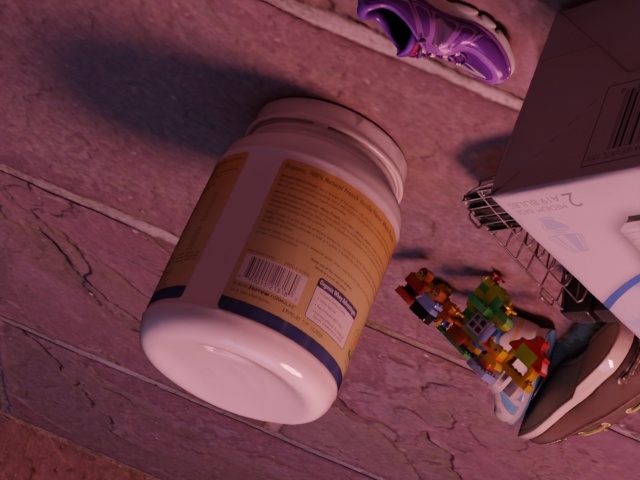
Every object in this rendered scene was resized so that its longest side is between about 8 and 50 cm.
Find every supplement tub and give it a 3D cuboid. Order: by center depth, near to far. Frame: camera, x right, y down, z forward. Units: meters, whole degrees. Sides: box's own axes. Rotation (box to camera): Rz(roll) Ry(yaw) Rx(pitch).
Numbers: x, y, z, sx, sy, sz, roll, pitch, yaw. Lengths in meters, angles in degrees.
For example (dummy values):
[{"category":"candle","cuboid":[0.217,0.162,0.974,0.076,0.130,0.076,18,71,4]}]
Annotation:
[{"category":"supplement tub","cuboid":[-0.042,0.021,1.493,0.228,0.316,0.228,19,154,10]}]

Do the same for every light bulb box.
[{"category":"light bulb box","cuboid":[0.406,-0.045,1.110,0.361,0.225,0.358,40,149,-28]}]

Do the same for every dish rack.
[{"category":"dish rack","cuboid":[0.294,-0.002,1.463,0.208,0.074,0.271,-9,138,46]}]

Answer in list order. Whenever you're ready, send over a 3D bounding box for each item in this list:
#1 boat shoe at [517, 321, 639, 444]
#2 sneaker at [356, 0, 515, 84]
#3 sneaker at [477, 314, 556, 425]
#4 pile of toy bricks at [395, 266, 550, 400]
[{"category":"boat shoe","cuboid":[0.357,0.205,1.750,0.096,0.117,0.324,28,148,-2]},{"category":"sneaker","cuboid":[0.104,-0.190,1.258,0.170,0.071,0.068,29,154,-12]},{"category":"sneaker","cuboid":[0.257,0.171,1.810,0.092,0.087,0.229,24,148,16]},{"category":"pile of toy bricks","cuboid":[0.199,0.090,1.672,0.118,0.105,0.212,33,-170,-48]}]
